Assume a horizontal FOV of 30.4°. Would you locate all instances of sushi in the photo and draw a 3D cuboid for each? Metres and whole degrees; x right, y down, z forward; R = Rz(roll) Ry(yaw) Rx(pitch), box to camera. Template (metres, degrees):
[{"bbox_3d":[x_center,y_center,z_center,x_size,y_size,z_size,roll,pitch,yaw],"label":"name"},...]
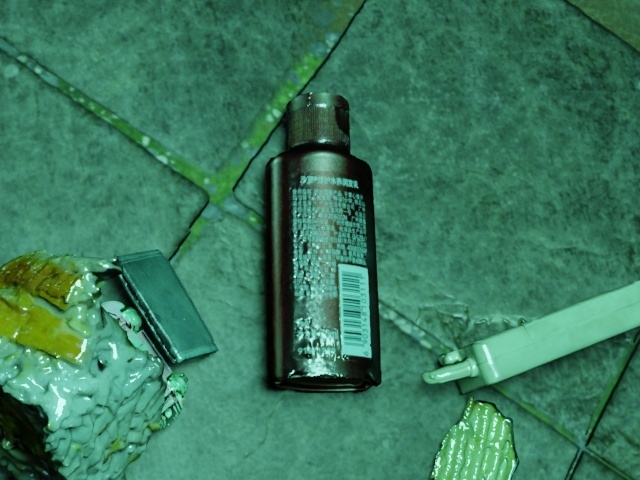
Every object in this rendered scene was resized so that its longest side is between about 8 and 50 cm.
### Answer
[{"bbox_3d":[-0.246,0.124,1.072,0.184,0.274,0.139,31,55,19],"label":"sushi"}]

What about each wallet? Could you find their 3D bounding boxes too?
[{"bbox_3d":[-0.161,0.069,1.219,0.129,0.026,0.088,57,22,9],"label":"wallet"}]

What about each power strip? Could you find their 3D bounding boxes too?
[{"bbox_3d":[0.238,0.114,1.304,0.288,0.093,0.053,-19,81,-20],"label":"power strip"}]

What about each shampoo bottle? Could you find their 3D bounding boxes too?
[{"bbox_3d":[0.000,0.000,1.280,0.129,0.084,0.323,3,71,-17],"label":"shampoo bottle"}]

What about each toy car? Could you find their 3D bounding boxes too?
[{"bbox_3d":[-0.194,0.129,1.193,0.069,0.055,0.142,-38,97,-45],"label":"toy car"}]

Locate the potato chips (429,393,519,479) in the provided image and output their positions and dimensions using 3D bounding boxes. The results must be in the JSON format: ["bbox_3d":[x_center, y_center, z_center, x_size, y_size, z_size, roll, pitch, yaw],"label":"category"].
[{"bbox_3d":[0.158,0.270,1.265,0.092,0.028,0.207,26,66,-5],"label":"potato chips"}]
